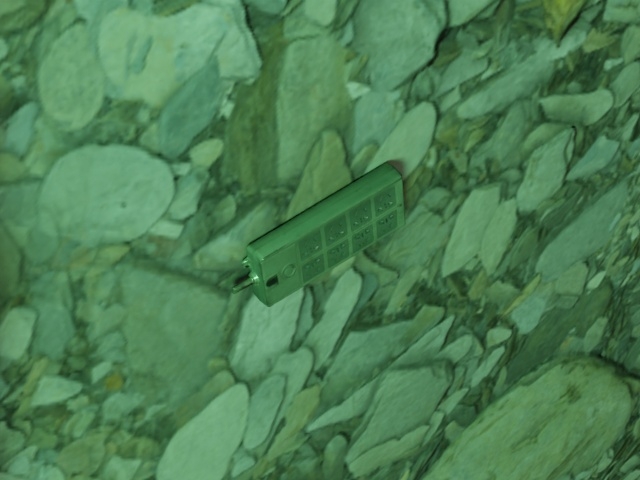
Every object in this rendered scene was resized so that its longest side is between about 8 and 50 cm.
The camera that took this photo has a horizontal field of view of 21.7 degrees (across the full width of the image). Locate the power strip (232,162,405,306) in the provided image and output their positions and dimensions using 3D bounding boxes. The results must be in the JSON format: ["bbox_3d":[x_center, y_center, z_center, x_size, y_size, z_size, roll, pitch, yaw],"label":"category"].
[{"bbox_3d":[0.000,0.000,1.069,0.136,0.019,0.051,-31,142,-23],"label":"power strip"}]
